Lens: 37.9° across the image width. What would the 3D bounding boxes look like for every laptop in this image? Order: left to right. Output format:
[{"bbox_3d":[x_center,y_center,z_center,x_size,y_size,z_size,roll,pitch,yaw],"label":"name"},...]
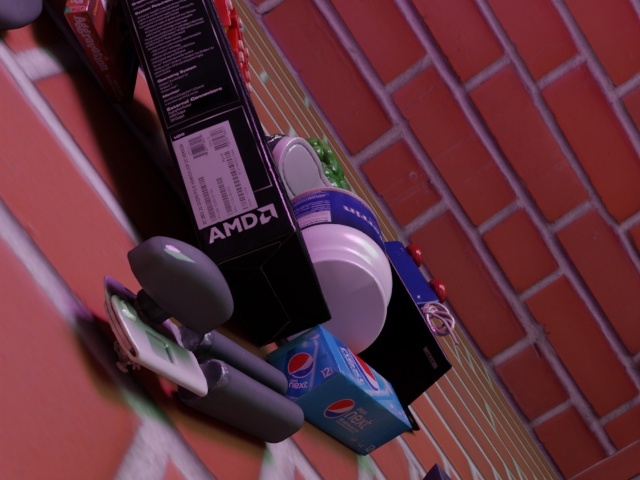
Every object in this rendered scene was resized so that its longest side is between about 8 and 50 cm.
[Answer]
[{"bbox_3d":[0.111,0.143,1.397,0.234,0.136,0.264,62,10,24],"label":"laptop"}]

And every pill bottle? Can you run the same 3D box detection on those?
[{"bbox_3d":[0.010,0.037,1.167,0.153,0.153,0.265,55,10,-16],"label":"pill bottle"}]

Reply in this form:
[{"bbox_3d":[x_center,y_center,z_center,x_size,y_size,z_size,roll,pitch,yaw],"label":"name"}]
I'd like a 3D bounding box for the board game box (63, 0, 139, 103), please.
[{"bbox_3d":[-0.219,-0.306,1.021,0.145,0.027,0.281,72,19,-60],"label":"board game box"}]

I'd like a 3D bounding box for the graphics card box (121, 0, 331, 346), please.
[{"bbox_3d":[-0.101,-0.098,0.972,0.233,0.094,0.371,72,-4,-64],"label":"graphics card box"}]

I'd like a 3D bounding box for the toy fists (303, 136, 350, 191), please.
[{"bbox_3d":[0.006,-0.113,1.838,0.142,0.096,0.279,51,13,-32],"label":"toy fists"}]

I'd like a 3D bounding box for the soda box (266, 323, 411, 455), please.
[{"bbox_3d":[0.025,0.172,1.045,0.210,0.071,0.067,45,16,-53],"label":"soda box"}]

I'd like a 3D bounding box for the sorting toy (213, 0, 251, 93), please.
[{"bbox_3d":[-0.162,-0.319,1.318,0.257,0.089,0.256,-99,178,-58],"label":"sorting toy"}]

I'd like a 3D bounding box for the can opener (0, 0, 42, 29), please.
[{"bbox_3d":[-0.284,-0.244,0.886,0.283,0.075,0.095,-71,160,-79],"label":"can opener"}]

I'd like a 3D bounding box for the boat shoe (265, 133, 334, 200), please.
[{"bbox_3d":[-0.031,-0.050,1.404,0.091,0.114,0.303,17,-35,34],"label":"boat shoe"}]

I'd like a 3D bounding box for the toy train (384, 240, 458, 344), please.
[{"bbox_3d":[0.135,0.126,1.470,0.248,0.105,0.143,-119,-147,-44],"label":"toy train"}]

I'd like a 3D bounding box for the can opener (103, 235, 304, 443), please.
[{"bbox_3d":[-0.078,0.094,0.733,0.074,0.093,0.280,62,5,33],"label":"can opener"}]

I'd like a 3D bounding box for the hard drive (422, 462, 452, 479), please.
[{"bbox_3d":[0.200,0.424,1.182,0.172,0.054,0.255,51,11,-33],"label":"hard drive"}]
